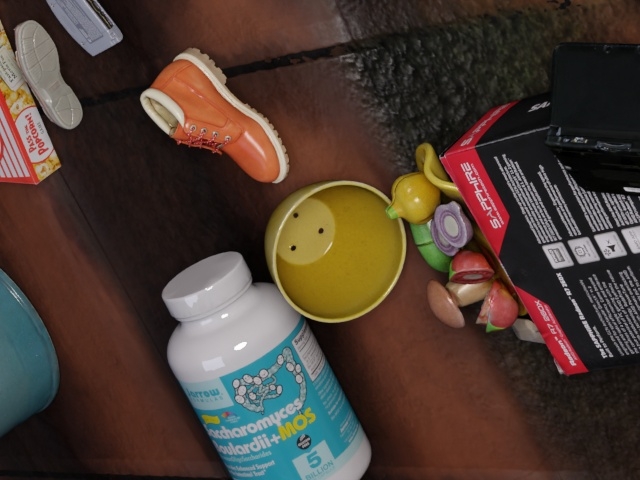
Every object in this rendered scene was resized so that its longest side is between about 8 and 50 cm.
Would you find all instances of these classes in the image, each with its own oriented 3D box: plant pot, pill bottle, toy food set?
[{"bbox_3d":[0.000,0.000,1.671,0.095,0.134,0.134,31,147,62],"label":"plant pot"},{"bbox_3d":[-0.063,0.146,1.820,0.146,0.146,0.264,-8,116,46],"label":"pill bottle"},{"bbox_3d":[0.121,0.023,1.567,0.218,0.071,0.128,59,170,-13],"label":"toy food set"},{"bbox_3d":[-0.506,0.173,2.165,0.271,0.255,0.271,25,136,26],"label":"plant pot"}]

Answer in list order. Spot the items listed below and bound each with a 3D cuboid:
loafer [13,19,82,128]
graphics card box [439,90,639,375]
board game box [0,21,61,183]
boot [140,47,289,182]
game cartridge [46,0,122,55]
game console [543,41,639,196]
[{"bbox_3d":[-0.292,-0.171,1.848,0.039,0.045,0.125,8,130,47],"label":"loafer"},{"bbox_3d":[0.296,-0.028,1.385,0.371,0.094,0.233,-14,111,49],"label":"graphics card box"},{"bbox_3d":[-0.378,-0.157,1.936,0.147,0.045,0.193,4,125,41],"label":"board game box"},{"bbox_3d":[-0.103,-0.103,1.698,0.158,0.084,0.059,45,140,1],"label":"boot"},{"bbox_3d":[-0.239,-0.225,1.768,0.056,0.017,0.083,-20,114,46],"label":"game cartridge"},{"bbox_3d":[0.235,-0.087,1.313,0.122,0.071,0.107,8,154,40],"label":"game console"}]
